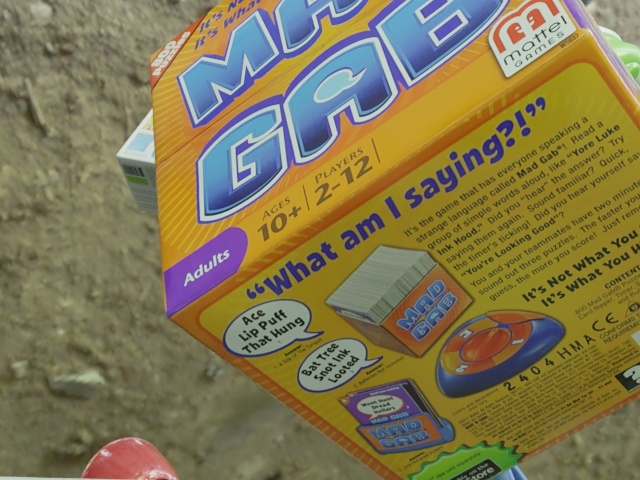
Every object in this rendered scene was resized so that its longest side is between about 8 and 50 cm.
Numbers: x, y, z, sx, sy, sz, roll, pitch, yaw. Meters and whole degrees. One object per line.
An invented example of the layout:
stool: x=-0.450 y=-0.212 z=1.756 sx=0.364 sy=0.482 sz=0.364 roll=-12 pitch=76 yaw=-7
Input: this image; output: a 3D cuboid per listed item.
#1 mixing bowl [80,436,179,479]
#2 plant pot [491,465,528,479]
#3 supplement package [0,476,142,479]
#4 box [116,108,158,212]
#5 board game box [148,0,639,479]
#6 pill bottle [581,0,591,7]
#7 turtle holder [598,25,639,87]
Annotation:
mixing bowl: x=-0.292 y=0.416 z=1.835 sx=0.181 sy=0.098 sz=0.181 roll=-3 pitch=95 yaw=-44
plant pot: x=0.240 y=0.476 z=1.635 sx=0.212 sy=0.236 sz=0.236 roll=-29 pitch=129 yaw=12
supplement package: x=-0.273 y=0.344 z=1.079 sx=0.145 sy=0.204 sz=0.262 roll=-25 pitch=157 yaw=23
box: x=-0.166 y=-0.137 z=1.536 sx=0.203 sy=0.114 sz=0.103 roll=-61 pitch=151 yaw=-35
board game box: x=0.105 y=-0.056 z=0.987 sx=0.356 sy=0.356 sz=0.356 roll=-33 pitch=129 yaw=18
pill bottle: x=0.286 y=-0.312 z=1.317 sx=0.087 sy=0.087 sz=0.160 roll=-26 pitch=173 yaw=-5
turtle holder: x=0.275 y=-0.138 z=1.472 sx=0.243 sy=0.227 sz=0.320 roll=2 pitch=122 yaw=-46
